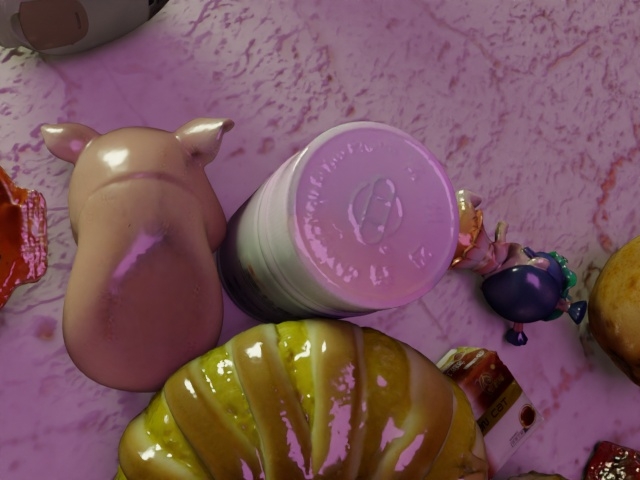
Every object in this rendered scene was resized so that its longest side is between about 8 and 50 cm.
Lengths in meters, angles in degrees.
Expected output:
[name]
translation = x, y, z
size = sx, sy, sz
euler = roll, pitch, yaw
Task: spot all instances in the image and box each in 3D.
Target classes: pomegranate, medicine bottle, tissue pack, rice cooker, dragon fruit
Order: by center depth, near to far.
[medicine bottle]
translation = 0.000, 0.000, 0.574
size = 0.152, 0.254, 0.152
euler = 3, 80, -19
[rice cooker]
translation = -0.244, -0.266, 0.597
size = 0.206, 0.145, 0.127
euler = -20, 75, -19
[tissue pack]
translation = 0.148, 0.204, 0.673
size = 0.149, 0.099, 0.106
euler = -38, 94, -22
[pomegranate]
translation = 0.432, 0.086, 0.742
size = 0.207, 0.207, 0.207
euler = 4, 79, -19
[dragon fruit]
translation = 0.412, 0.308, 0.752
size = 0.147, 0.096, 0.102
euler = 27, 69, -15

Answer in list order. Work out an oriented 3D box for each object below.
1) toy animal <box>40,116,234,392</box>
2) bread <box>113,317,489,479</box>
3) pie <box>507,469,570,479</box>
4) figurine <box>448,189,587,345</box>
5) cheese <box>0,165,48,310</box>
[toy animal]
translation = -0.165, 0.013, 0.565
size = 0.167, 0.154, 0.250
euler = -2, 81, -20
[bread]
translation = -0.024, 0.222, 0.515
size = 0.333, 0.160, 0.332
euler = -2, 112, -6
[pie]
translation = 0.220, 0.395, 0.648
size = 0.315, 0.092, 0.315
euler = 0, 89, -29
[figurine]
translation = 0.215, 0.037, 0.737
size = 0.195, 0.111, 0.102
euler = 31, 54, -9
[cheese]
translation = -0.397, 0.003, 0.499
size = 0.330, 0.129, 0.216
euler = -1, 80, -13
